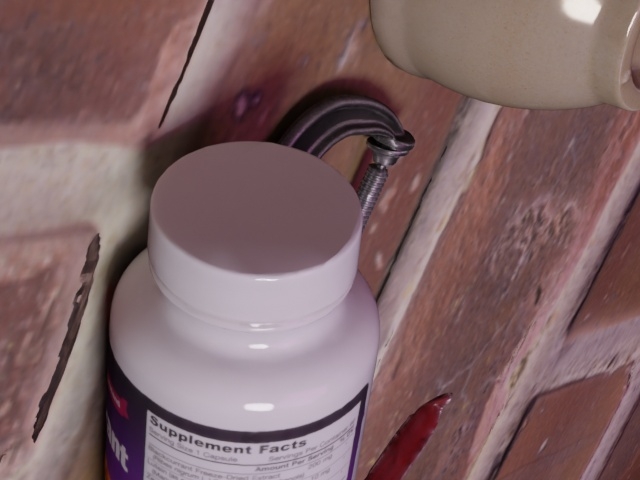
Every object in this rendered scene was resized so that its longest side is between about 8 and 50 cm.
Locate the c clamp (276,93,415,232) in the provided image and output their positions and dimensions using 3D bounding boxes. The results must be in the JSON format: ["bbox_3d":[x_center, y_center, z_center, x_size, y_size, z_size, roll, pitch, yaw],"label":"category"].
[{"bbox_3d":[0.000,0.000,0.757,0.137,0.022,0.161,-13,132,-47],"label":"c clamp"}]

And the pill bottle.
[{"bbox_3d":[-0.033,0.060,0.665,0.108,0.108,0.193,-33,145,-38],"label":"pill bottle"}]

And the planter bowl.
[{"bbox_3d":[0.114,-0.122,0.710,0.162,0.109,0.162,-39,148,-31],"label":"planter bowl"}]

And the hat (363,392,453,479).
[{"bbox_3d":[-0.053,0.167,0.736,0.208,0.173,0.184,11,72,-59],"label":"hat"}]
